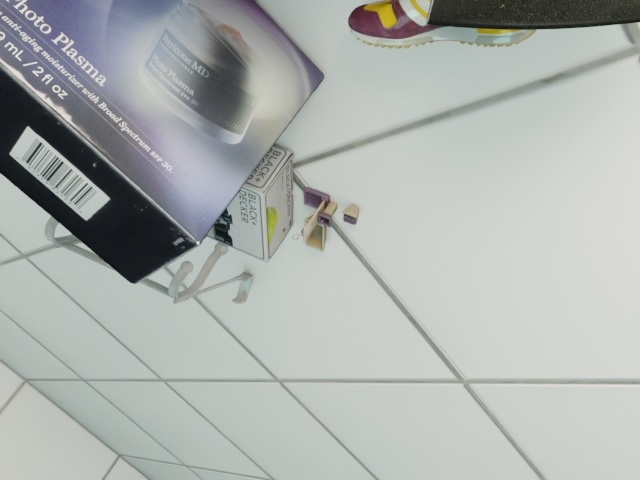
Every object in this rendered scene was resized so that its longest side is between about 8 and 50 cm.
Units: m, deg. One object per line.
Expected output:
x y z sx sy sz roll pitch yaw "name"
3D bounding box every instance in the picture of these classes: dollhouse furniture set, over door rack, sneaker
0.000 0.000 1.017 0.091 0.081 0.114 21 145 16 "dollhouse furniture set"
-0.259 0.013 1.154 0.239 0.108 0.324 24 180 13 "over door rack"
0.110 -0.231 0.658 0.185 0.070 0.084 6 130 24 "sneaker"

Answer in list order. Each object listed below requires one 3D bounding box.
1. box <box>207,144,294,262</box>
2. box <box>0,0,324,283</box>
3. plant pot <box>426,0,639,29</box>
-0.184 -0.097 1.035 0.289 0.087 0.169 23 145 13 "box"
-0.200 -0.170 0.768 0.296 0.294 0.182 44 142 -17 "box"
0.184 -0.256 0.471 0.166 0.188 0.188 14 144 3 "plant pot"
